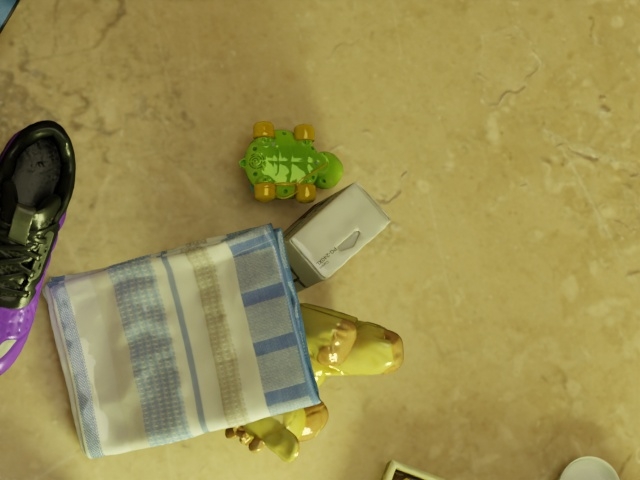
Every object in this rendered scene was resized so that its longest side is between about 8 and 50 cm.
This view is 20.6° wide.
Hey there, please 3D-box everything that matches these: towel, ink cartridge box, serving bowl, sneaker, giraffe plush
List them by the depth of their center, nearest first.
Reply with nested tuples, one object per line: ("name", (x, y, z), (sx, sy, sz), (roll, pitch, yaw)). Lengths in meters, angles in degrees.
("sneaker", (-0.333, 0.001, 1.884), (0.102, 0.146, 0.293), (17, 75, -14))
("towel", (-0.154, 0.110, 1.903), (0.285, 0.034, 0.209), (-14, 85, 16))
("giraffe plush", (-0.032, 0.156, 1.957), (0.210, 0.181, 0.171), (16, 91, -16))
("ink cartridge box", (0.000, 0.000, 1.991), (0.109, 0.150, 0.063), (-42, 95, -20))
("serving bowl", (0.317, 0.301, 2.106), (0.083, 0.027, 0.083), (4, 79, -18))

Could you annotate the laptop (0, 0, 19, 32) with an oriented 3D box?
("laptop", (-0.429, -0.485, 1.868), (0.382, 0.408, 0.236), (27, 40, -1))

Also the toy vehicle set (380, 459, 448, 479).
("toy vehicle set", (0.174, 0.376, 2.017), (0.266, 0.035, 0.166), (21, 74, -4))

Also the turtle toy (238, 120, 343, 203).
("turtle toy", (-0.033, -0.085, 2.041), (0.130, 0.066, 0.095), (3, 79, -18))
